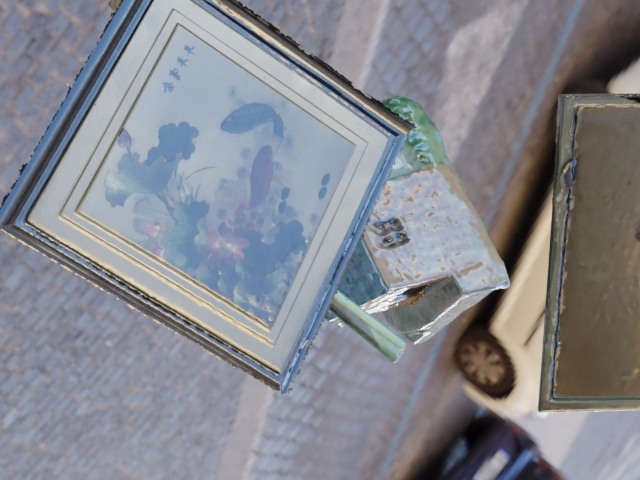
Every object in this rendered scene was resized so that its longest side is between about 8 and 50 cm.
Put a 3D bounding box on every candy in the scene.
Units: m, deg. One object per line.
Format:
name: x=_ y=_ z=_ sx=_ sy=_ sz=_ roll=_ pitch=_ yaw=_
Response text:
candy: x=-0.041 y=0.007 z=0.952 sx=0.073 sy=0.262 sz=0.077 roll=-52 pitch=-175 yaw=-11

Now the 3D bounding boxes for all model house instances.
model house: x=0.000 y=0.000 z=1.441 sx=0.325 sy=0.267 sz=0.194 roll=-12 pitch=160 yaw=-37

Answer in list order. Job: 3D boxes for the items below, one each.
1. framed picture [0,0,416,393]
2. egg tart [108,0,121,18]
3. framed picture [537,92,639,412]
framed picture: x=-0.057 y=-0.041 z=0.722 sx=0.010 sy=0.199 sz=0.195 roll=-21 pitch=-140 yaw=60
egg tart: x=-0.232 y=-0.380 z=1.848 sx=0.315 sy=0.120 sz=0.314 roll=4 pitch=90 yaw=-74
framed picture: x=0.288 y=0.014 z=1.042 sx=0.019 sy=0.209 sz=0.281 roll=-102 pitch=-167 yaw=-70
